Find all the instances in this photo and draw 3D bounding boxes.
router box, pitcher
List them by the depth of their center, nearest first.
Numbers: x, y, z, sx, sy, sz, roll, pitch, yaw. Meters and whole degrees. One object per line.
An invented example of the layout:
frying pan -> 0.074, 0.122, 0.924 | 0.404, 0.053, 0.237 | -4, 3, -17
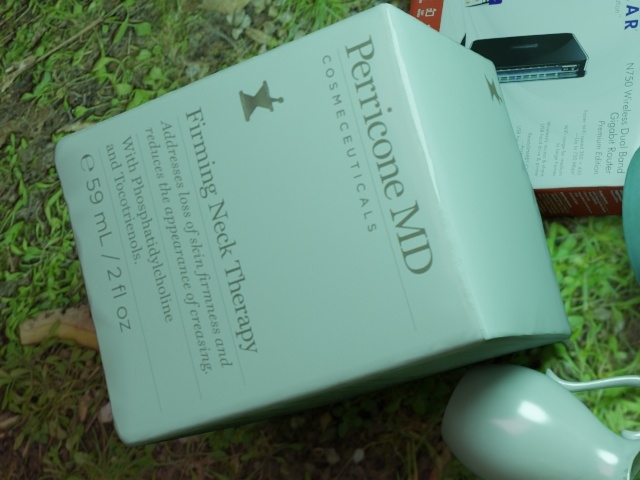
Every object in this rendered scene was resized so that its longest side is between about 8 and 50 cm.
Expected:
pitcher -> 0.247, 0.189, 1.300 | 0.207, 0.125, 0.177 | 23, 60, 22
router box -> 0.246, -0.195, 1.485 | 0.301, 0.082, 0.335 | -1, 67, 26

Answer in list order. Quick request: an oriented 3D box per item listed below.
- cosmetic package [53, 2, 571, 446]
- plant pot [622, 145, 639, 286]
cosmetic package -> 0.000, 0.000, 1.310 | 0.394, 0.327, 0.329 | -20, 79, 23
plant pot -> 0.444, -0.028, 1.216 | 0.255, 0.272, 0.271 | -6, 65, 40
